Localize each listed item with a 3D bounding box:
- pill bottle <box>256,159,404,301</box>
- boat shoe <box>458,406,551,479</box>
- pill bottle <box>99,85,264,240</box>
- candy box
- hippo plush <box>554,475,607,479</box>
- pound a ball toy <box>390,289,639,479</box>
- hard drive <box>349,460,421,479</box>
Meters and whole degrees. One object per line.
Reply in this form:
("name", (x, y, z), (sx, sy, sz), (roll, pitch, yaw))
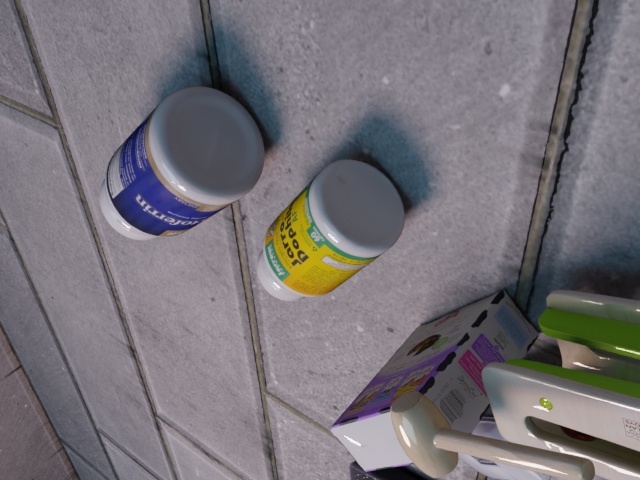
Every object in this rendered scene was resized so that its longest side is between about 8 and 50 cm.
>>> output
("pill bottle", (0.000, 0.000, 0.779), (0.117, 0.117, 0.208), (49, 144, 0))
("boat shoe", (0.205, 0.217, 0.777), (0.108, 0.102, 0.301), (38, 164, 3))
("pill bottle", (-0.202, -0.090, 0.878), (0.265, 0.153, 0.153), (-22, 104, 52))
("candy box", (0.128, 0.157, 0.719), (0.070, 0.196, 0.165), (51, 143, -1))
("hippo plush", (0.363, 0.265, 0.601), (0.234, 0.294, 0.236), (-54, 52, 34))
("pound a ball toy", (0.242, 0.161, 0.509), (0.319, 0.208, 0.135), (6, 126, 51))
("hard drive", (0.140, 0.484, 1.108), (0.172, 0.054, 0.254), (16, 132, 36))
